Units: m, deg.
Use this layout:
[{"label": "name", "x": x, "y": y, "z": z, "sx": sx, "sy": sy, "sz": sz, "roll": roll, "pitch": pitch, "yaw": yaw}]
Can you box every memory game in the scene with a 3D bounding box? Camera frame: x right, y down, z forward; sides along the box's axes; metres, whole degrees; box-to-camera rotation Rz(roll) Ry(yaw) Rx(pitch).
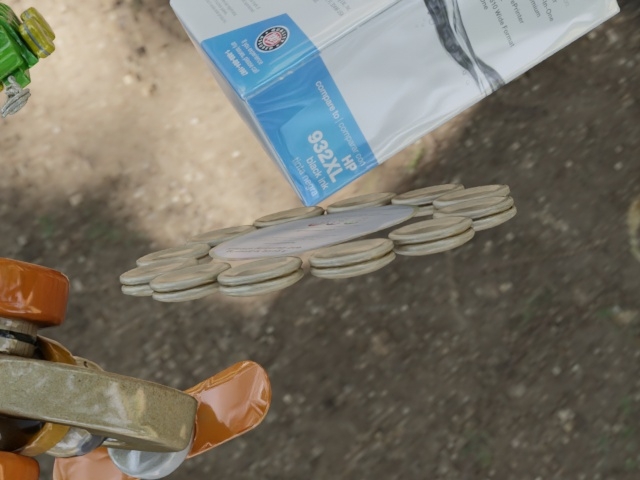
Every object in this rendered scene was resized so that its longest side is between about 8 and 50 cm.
[{"label": "memory game", "x": 0.000, "y": 0.000, "z": 0.784, "sx": 0.186, "sy": 0.186, "sz": 0.012, "roll": -5, "pitch": 101, "yaw": 36}]

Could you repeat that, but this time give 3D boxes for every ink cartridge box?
[{"label": "ink cartridge box", "x": 0.058, "y": -0.197, "z": 1.437, "sx": 0.129, "sy": 0.307, "sz": 0.223, "roll": 59, "pitch": 177, "yaw": -34}]

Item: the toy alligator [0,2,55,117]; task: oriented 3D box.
[{"label": "toy alligator", "x": -0.218, "y": -0.131, "z": 1.168, "sx": 0.056, "sy": 0.189, "sz": 0.051, "roll": -36, "pitch": 110, "yaw": 5}]

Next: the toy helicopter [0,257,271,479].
[{"label": "toy helicopter", "x": -0.191, "y": 0.108, "z": 1.128, "sx": 0.355, "sy": 0.235, "sz": 0.140, "roll": -10, "pitch": 70, "yaw": 59}]
